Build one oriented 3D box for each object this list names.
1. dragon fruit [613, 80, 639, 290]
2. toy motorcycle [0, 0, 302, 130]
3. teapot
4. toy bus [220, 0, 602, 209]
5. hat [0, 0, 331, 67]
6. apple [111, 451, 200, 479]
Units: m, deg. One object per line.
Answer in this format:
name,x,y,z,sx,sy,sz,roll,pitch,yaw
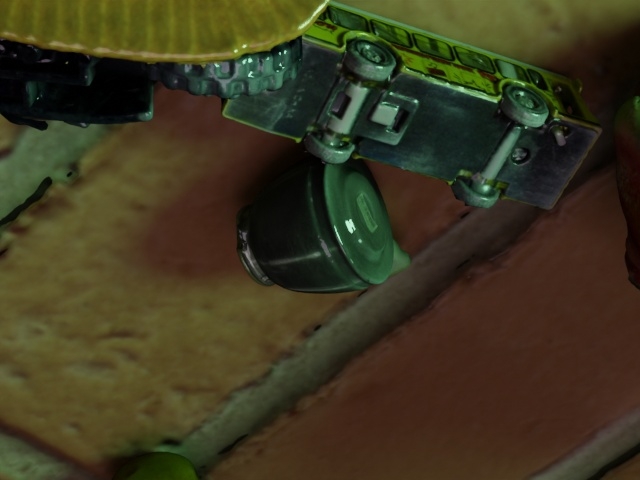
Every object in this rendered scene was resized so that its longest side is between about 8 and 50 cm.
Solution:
dragon fruit,0.297,-0.057,0.809,0.269,0.198,0.200,-37,105,10
toy motorcycle,-0.138,-0.131,0.706,0.270,0.159,0.106,7,128,5
teapot,-0.002,0.005,0.862,0.090,0.092,0.124,-16,125,25
toy bus,0.054,-0.082,0.808,0.226,0.074,0.081,13,125,-19
hat,-0.085,-0.203,0.528,0.233,0.233,0.244,-35,86,-12
apple,-0.121,0.205,1.001,0.074,0.089,0.089,-24,130,-6
